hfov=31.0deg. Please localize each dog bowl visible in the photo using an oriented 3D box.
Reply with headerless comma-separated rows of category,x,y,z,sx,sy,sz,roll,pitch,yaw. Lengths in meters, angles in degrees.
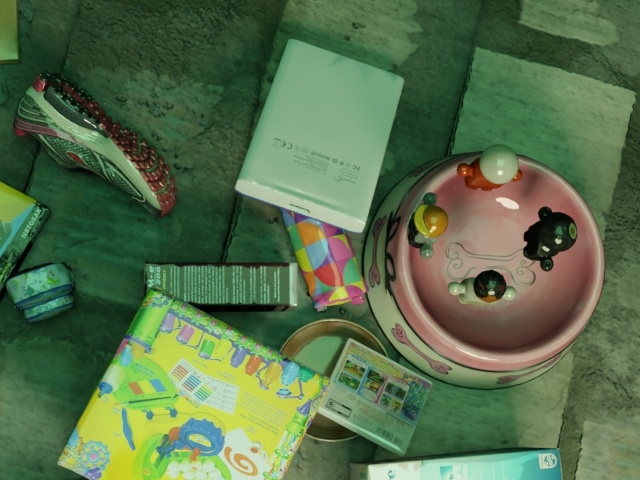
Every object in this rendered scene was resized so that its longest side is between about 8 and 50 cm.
dog bowl,0.279,0.037,1.887,0.408,0.150,0.408,1,80,-7

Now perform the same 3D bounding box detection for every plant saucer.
plant saucer,0.019,0.228,1.882,0.198,0.036,0.199,1,80,-6

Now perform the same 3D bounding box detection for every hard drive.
hard drive,0.004,-0.175,1.878,0.210,0.040,0.319,19,55,-3

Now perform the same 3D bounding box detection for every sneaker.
sneaker,-0.359,-0.142,1.870,0.299,0.121,0.112,41,108,0

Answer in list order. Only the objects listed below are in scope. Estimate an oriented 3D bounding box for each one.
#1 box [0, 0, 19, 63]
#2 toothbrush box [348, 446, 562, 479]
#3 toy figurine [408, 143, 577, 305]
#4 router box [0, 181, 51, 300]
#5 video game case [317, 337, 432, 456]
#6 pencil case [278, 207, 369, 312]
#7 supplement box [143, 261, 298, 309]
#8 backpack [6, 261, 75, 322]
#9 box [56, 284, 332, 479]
box,-0.605,-0.370,1.912,0.201,0.021,0.164,-4,81,-8
toothbrush box,0.205,0.394,1.787,0.295,0.216,0.126,-5,81,-6
toy figurine,0.253,-0.015,1.741,0.209,0.148,0.213,-37,87,-11
router box,-0.534,-0.003,1.849,0.133,0.046,0.179,27,79,-1
video game case,0.087,0.248,1.831,0.157,0.019,0.143,28,53,-1
pencil case,0.000,0.000,1.889,0.104,0.104,0.236,-18,85,-9
supplement box,-0.161,0.075,1.838,0.239,0.130,0.073,0,82,-8
backpack,-0.435,0.081,1.812,0.105,0.114,0.084,-21,84,-10
box,-0.183,0.253,1.673,0.290,0.177,0.279,29,84,-6
